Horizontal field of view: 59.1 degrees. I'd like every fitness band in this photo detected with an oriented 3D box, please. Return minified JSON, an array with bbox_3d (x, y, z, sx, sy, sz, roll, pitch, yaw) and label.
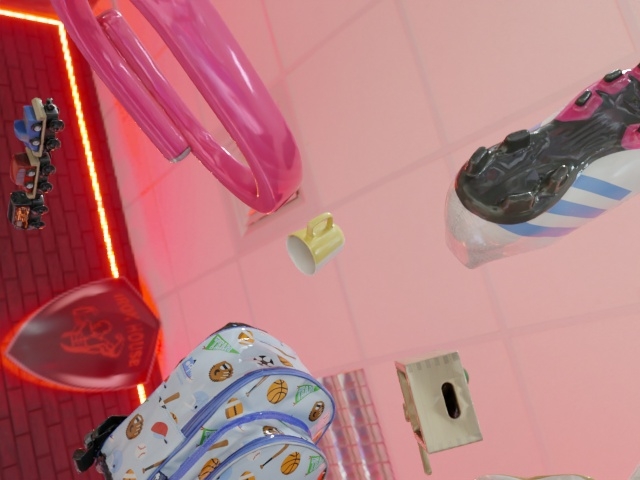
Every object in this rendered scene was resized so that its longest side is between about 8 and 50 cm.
[{"bbox_3d":[-0.128,-0.138,0.503,0.209,0.054,0.291,17,-31,53],"label":"fitness band"}]

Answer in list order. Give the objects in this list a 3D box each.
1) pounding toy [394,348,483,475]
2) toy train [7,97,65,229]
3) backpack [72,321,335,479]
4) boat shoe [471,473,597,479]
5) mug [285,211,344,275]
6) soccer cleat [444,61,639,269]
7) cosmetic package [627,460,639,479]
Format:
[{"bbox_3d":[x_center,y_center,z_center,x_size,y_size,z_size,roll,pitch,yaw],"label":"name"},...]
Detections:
[{"bbox_3d":[0.186,0.268,0.888,0.206,0.094,0.181,84,-9,-81],"label":"pounding toy"},{"bbox_3d":[-0.260,-0.064,0.507,0.158,0.036,0.027,-55,-127,40],"label":"toy train"},{"bbox_3d":[-0.113,0.252,0.725,0.213,0.276,0.264,32,-94,39],"label":"backpack"},{"bbox_3d":[0.302,0.415,0.845,0.098,0.096,0.277,37,-38,-9],"label":"boat shoe"},{"bbox_3d":[0.001,0.004,0.742,0.062,0.064,0.078,60,-29,1],"label":"mug"},{"bbox_3d":[0.265,-0.076,0.579,0.116,0.331,0.143,60,-14,28],"label":"soccer cleat"},{"bbox_3d":[0.384,0.165,0.258,0.385,0.217,0.156,35,-53,35],"label":"cosmetic package"}]
